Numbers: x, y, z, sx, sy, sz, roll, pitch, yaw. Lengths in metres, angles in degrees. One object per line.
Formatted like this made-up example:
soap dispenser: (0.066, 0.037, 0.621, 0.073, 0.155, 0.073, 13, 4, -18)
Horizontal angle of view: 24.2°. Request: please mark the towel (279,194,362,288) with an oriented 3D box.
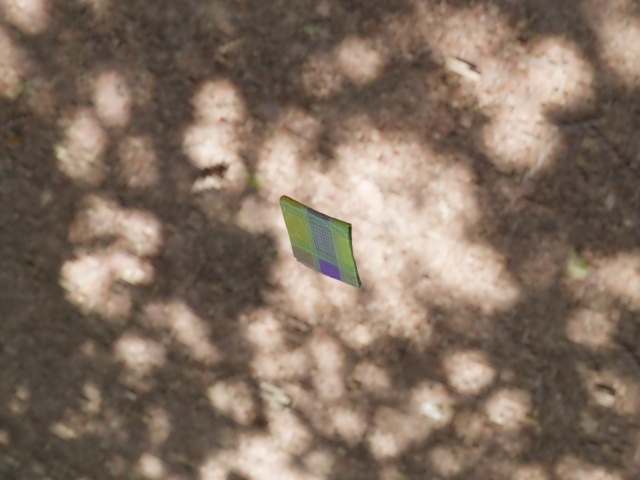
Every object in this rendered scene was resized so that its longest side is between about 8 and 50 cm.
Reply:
towel: (0.000, 0.000, 1.128, 0.083, 0.009, 0.060, 24, 136, 47)
